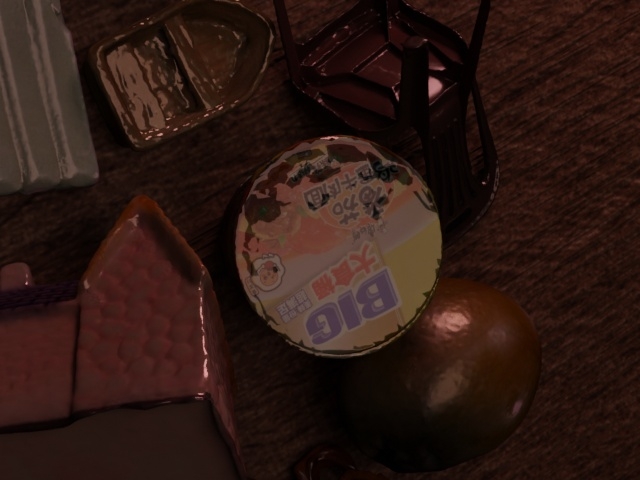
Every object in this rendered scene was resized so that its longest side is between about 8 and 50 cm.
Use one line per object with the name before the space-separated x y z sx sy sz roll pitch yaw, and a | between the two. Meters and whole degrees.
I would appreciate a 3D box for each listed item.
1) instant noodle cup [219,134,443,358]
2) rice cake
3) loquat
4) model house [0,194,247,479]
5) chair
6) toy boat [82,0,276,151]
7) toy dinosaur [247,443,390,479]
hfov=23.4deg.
instant noodle cup | 0.000 0.000 1.459 0.205 0.153 0.205 -1 94 -15
rice cake | -0.277 -0.157 1.399 0.127 0.043 0.237 -11 93 -26
loquat | 0.115 0.132 1.513 0.227 0.179 0.179 -22 98 -40
model house | -0.188 0.118 1.353 0.237 0.202 0.237 -11 49 6
chair | 0.076 -0.151 1.542 0.175 0.183 0.326 -39 149 -24
toy boat | -0.130 -0.166 1.466 0.188 0.061 0.116 -29 99 -25
toy dinosaur | -0.031 0.270 1.472 0.432 0.097 0.208 44 65 3
